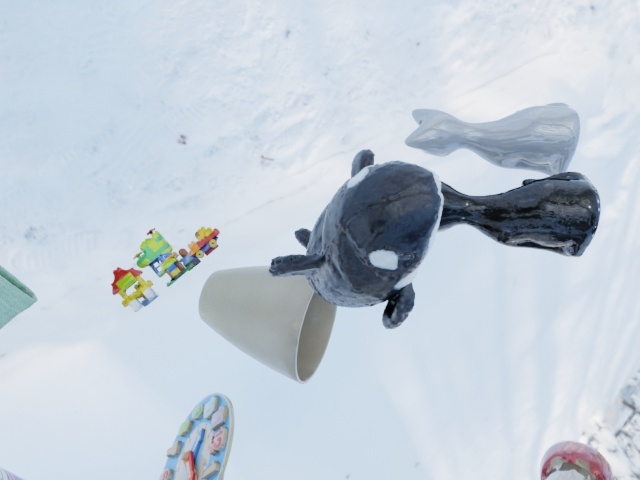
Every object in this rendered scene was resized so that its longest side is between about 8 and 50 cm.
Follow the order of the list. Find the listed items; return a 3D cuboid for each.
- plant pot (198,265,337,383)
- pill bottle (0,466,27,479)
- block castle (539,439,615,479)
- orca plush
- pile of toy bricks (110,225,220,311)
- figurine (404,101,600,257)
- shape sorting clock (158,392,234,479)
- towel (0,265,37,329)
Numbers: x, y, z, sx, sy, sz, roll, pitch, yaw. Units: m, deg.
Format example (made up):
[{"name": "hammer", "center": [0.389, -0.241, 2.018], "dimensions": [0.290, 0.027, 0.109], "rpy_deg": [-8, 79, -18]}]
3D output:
[{"name": "plant pot", "center": [-0.127, 0.159, 1.109], "dimensions": [0.256, 0.273, 0.257], "rpy_deg": [13, 90, -72]}, {"name": "pill bottle", "center": [-0.420, 0.311, 0.511], "dimensions": [0.169, 0.169, 0.302], "rpy_deg": [-42, 132, -17]}, {"name": "block castle", "center": [0.321, 0.487, 0.520], "dimensions": [0.303, 0.453, 0.212], "rpy_deg": [-44, 150, 18]}, {"name": "orca plush", "center": [0.000, 0.000, 0.435], "dimensions": [0.102, 0.287, 0.151], "rpy_deg": [-6, 94, -14]}, {"name": "pile of toy bricks", "center": [-0.295, 0.027, 0.913], "dimensions": [0.212, 0.105, 0.118], "rpy_deg": [-41, -176, -11]}, {"name": "figurine", "center": [0.202, -0.088, 0.593], "dimensions": [0.092, 0.209, 0.215], "rpy_deg": [85, 14, -52]}, {"name": "shape sorting clock", "center": [-0.194, 0.334, 0.740], "dimensions": [0.040, 0.206, 0.206], "rpy_deg": [36, 89, -28]}, {"name": "towel", "center": [-0.496, 0.079, 0.459], "dimensions": [0.324, 0.038, 0.248], "rpy_deg": [-39, 121, -2]}]
